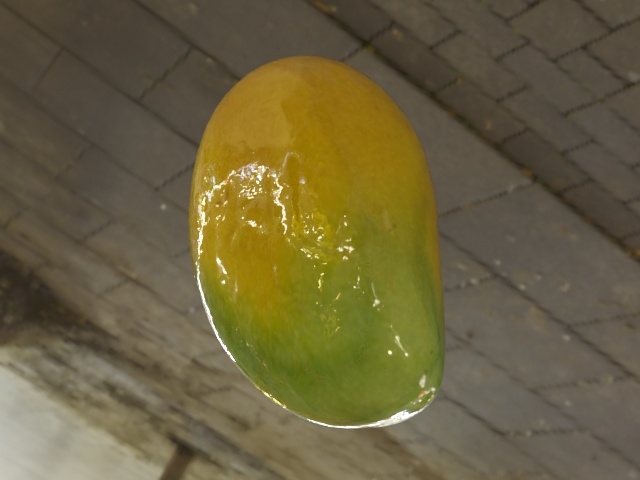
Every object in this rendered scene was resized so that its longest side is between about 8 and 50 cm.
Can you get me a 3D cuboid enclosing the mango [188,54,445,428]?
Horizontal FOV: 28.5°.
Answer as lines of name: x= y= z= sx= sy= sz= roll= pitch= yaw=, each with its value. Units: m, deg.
mango: x=0.000 y=0.000 z=0.578 sx=0.092 sy=0.130 sz=0.194 roll=26 pitch=-152 yaw=-48
